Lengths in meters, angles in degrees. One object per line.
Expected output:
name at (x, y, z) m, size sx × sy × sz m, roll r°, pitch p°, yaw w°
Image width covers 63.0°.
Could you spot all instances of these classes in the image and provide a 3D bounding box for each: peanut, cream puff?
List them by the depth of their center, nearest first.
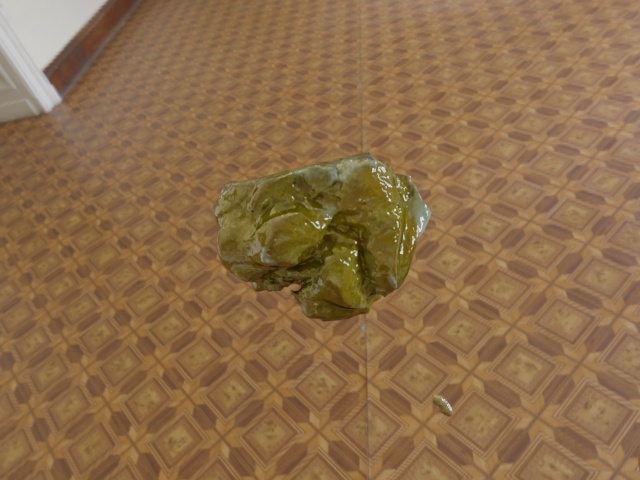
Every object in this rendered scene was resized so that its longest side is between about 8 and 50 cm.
cream puff at (0.000, 0.000, 0.925) m, size 0.379 × 0.275 × 0.378 m, roll -11°, pitch 9°, yaw 2°
peanut at (0.341, 0.459, 1.457) m, size 0.037 × 0.083 × 0.037 m, roll -42°, pitch 10°, yaw 9°

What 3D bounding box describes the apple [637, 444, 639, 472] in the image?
apple at (0.897, 0.512, 1.146) m, size 0.364 × 0.363 × 0.363 m, roll -10°, pitch 43°, yaw 10°
